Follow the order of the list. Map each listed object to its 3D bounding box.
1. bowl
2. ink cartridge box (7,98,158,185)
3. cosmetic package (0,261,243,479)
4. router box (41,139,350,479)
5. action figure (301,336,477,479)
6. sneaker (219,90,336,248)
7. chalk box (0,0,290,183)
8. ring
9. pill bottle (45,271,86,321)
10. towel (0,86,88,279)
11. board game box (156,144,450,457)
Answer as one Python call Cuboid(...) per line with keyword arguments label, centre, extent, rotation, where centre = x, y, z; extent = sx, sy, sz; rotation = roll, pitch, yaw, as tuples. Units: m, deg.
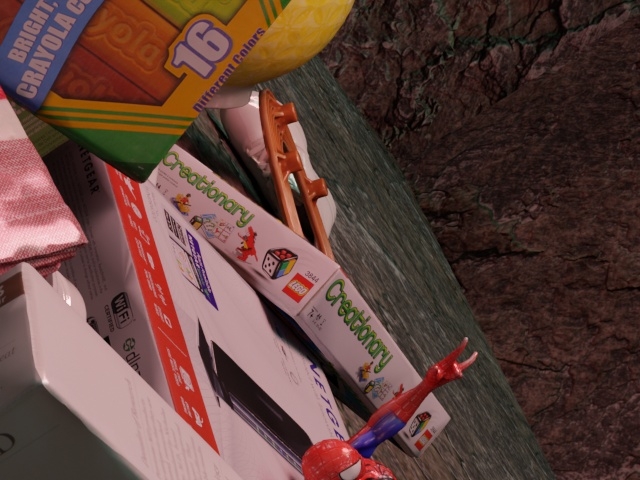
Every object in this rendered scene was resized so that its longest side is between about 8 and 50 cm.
Cuboid(label="bowl", centre=(-0.113, -0.221, 1.558), extent=(0.289, 0.289, 0.156), rotation=(-90, -168, -69))
Cuboid(label="ink cartridge box", centre=(-0.199, -0.109, 1.115), extent=(0.209, 0.062, 0.109), rotation=(55, 9, -18))
Cuboid(label="cosmetic package", centre=(-0.099, 0.129, 0.675), extent=(0.231, 0.117, 0.085), rotation=(49, 11, -38))
Cuboid(label="router box", centre=(-0.059, 0.134, 0.977), extent=(0.301, 0.082, 0.335), rotation=(49, 12, -44))
Cuboid(label="action figure", centre=(0.086, 0.166, 0.973), extent=(0.280, 0.139, 0.091), rotation=(43, 15, -50))
Cuboid(label="sneaker", centre=(-0.045, -0.076, 1.823), extent=(0.212, 0.080, 0.094), rotation=(55, 21, -24))
Cuboid(label="chalk box", centre=(-0.175, -0.199, 0.881), extent=(0.289, 0.180, 0.179), rotation=(33, 9, -43))
Cuboid(label="ring", centre=(0.000, 0.000, 1.642), extent=(0.336, 0.032, 0.336), rotation=(-17, 90, -85))
Cuboid(label="pill bottle", centre=(-0.175, 0.019, 0.756), extent=(0.137, 0.078, 0.078), rotation=(45, 15, -55))
Cuboid(label="towel", centre=(-0.258, -0.107, 0.636), extent=(0.237, 0.037, 0.329), rotation=(-12, 67, -54))
Cuboid(label="board game box", centre=(-0.017, 0.056, 1.278), extent=(0.193, 0.053, 0.305), rotation=(36, -10, 32))
